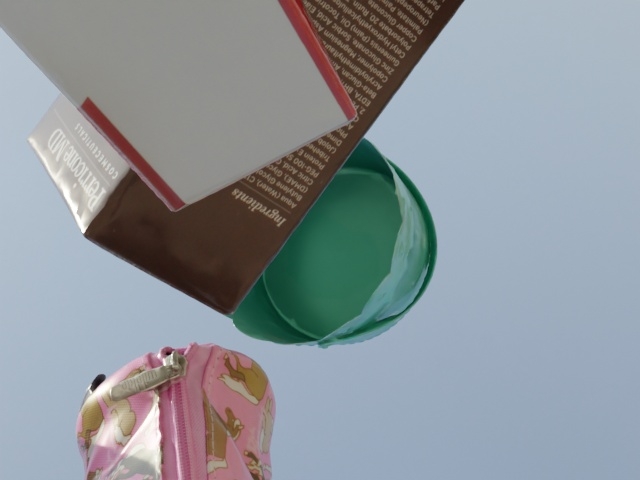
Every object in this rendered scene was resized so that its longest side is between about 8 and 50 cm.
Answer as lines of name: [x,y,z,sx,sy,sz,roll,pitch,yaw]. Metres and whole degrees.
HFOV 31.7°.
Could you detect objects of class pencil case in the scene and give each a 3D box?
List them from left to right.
pencil case: [-0.080,0.233,0.721,0.167,0.160,0.386,40,-161,-31]

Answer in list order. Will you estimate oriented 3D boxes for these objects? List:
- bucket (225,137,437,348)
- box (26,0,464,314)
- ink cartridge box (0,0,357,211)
bucket: [0.000,0.000,1.375,0.281,0.281,0.183,61,-167,20]
box: [-0.033,-0.161,0.803,0.143,0.381,0.191,31,-173,-35]
ink cartridge box: [-0.103,-0.184,0.570,0.197,0.114,0.273,54,-168,-56]
